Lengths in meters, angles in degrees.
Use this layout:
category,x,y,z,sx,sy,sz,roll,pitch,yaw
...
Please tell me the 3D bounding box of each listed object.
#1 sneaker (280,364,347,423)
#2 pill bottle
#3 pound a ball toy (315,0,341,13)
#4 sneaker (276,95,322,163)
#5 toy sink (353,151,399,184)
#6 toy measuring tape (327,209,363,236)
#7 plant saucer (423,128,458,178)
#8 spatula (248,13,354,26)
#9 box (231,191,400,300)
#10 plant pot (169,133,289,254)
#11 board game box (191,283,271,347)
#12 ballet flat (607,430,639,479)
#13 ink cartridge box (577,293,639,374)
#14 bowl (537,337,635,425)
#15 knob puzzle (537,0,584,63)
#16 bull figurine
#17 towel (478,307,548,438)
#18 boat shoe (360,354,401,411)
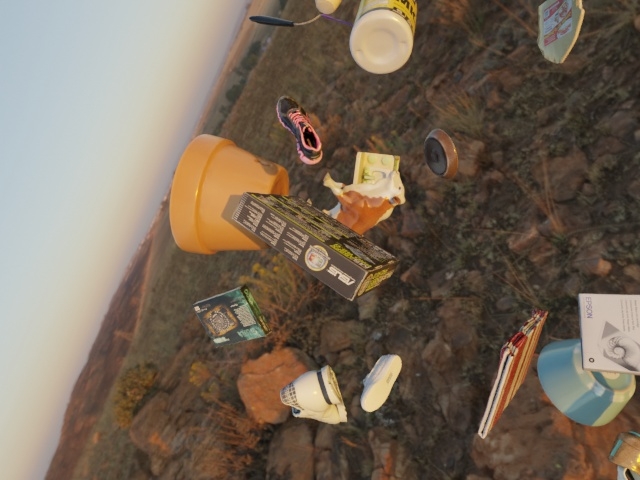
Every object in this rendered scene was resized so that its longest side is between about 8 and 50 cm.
category,x,y,z,sx,sy,sz,roll,pitch,yaw
sneaker,-0.007,0.298,0.849,0.235,0.095,0.090,72,177,-55
pill bottle,0.129,-0.435,0.893,0.119,0.119,0.208,-44,25,47
pound a ball toy,0.052,-0.477,0.575,0.319,0.208,0.135,-16,59,46
sneaker,-0.030,-0.182,0.716,0.047,0.119,0.057,-30,-2,-9
toy sink,0.228,-0.264,1.773,0.234,0.131,0.152,-21,-61,-68
toy measuring tape,-0.013,-0.056,1.407,0.121,0.330,0.121,-163,90,-80
plant saucer,0.380,-0.275,1.454,0.168,0.029,0.168,159,90,-78
spatula,-0.050,-0.588,1.207,0.084,0.297,0.030,-65,-23,-66
box,0.000,0.000,0.858,0.060,0.270,0.216,-62,-19,15
plant pot,-0.200,-0.095,1.086,0.291,0.204,0.290,11,-90,-81
board game box,-0.213,0.183,1.064,0.186,0.126,0.026,-21,11,37
ballet flat,0.829,0.648,1.124,0.124,0.342,0.116,-33,2,-11
ink cartridge box,0.856,0.261,1.265,0.224,0.045,0.223,-2,66,24
bowl,0.941,0.463,1.561,0.163,0.312,0.311,107,173,-54
knob puzzle,0.676,-0.594,1.263,0.213,0.030,0.213,177,90,-83
bull figurine,0.064,-0.072,1.119,0.310,0.188,0.101,-51,8,35
towel,0.481,0.319,1.127,0.037,0.329,0.237,21,112,34
boat shoe,0.149,0.375,1.205,0.063,0.066,0.184,-8,34,45
